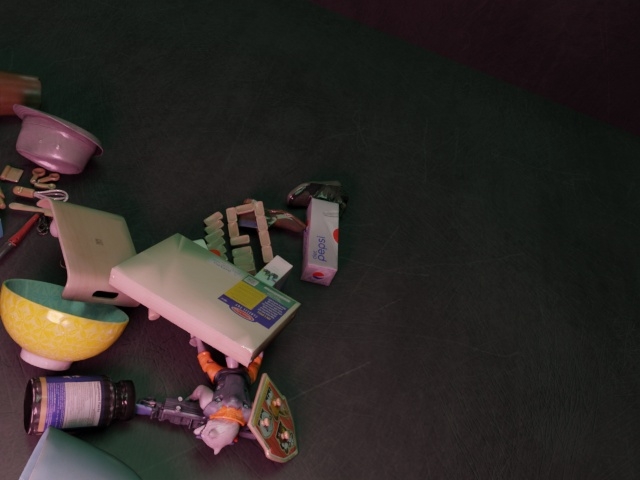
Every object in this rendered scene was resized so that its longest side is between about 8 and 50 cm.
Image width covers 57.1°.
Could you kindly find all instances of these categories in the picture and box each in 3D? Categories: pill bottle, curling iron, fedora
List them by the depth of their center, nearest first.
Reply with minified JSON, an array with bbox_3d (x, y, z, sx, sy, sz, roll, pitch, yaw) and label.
[{"bbox_3d":[-0.535,0.364,1.317,0.219,0.123,0.122,6,47,-34],"label":"pill bottle"},{"bbox_3d":[-0.817,0.011,1.588,0.068,0.035,0.274,28,46,4],"label":"curling iron"},{"bbox_3d":[-0.800,-0.283,1.759,0.275,0.244,0.124,21,75,-15],"label":"fedora"}]

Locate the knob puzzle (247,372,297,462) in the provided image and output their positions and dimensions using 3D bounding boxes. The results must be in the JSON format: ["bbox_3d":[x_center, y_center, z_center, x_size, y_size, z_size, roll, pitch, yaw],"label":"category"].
[{"bbox_3d":[-0.097,0.442,1.415,0.030,0.213,0.213,-22,48,18],"label":"knob puzzle"}]

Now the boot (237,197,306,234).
[{"bbox_3d":[-0.162,-0.047,1.883,0.219,0.082,0.106,21,62,2],"label":"boot"}]

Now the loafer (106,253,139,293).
[{"bbox_3d":[-0.533,0.097,1.615,0.050,0.056,0.148,35,57,9],"label":"loafer"}]

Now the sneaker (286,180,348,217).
[{"bbox_3d":[0.003,-0.136,2.003,0.228,0.087,0.130,-7,47,-33],"label":"sneaker"}]

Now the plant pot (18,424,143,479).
[{"bbox_3d":[-0.465,0.530,1.111,0.235,0.293,0.293,26,44,-19],"label":"plant pot"}]

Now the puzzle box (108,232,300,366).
[{"bbox_3d":[-0.282,0.136,1.485,0.409,0.052,0.272,29,27,12],"label":"puzzle box"}]

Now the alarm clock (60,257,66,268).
[{"bbox_3d":[-0.619,0.039,1.621,0.192,0.064,0.129,-20,60,-38],"label":"alarm clock"}]

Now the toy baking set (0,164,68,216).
[{"bbox_3d":[-0.843,-0.148,1.695,0.197,0.030,0.256,-11,47,-30],"label":"toy baking set"}]

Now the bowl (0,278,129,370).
[{"bbox_3d":[-0.619,0.211,1.385,0.290,0.289,0.156,21,89,-3],"label":"bowl"}]

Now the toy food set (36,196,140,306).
[{"bbox_3d":[-0.591,0.032,1.508,0.220,0.092,0.306,18,37,-52],"label":"toy food set"}]

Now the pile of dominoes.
[{"bbox_3d":[-0.252,0.004,1.800,0.196,0.040,0.251,-12,55,-3],"label":"pile of dominoes"}]

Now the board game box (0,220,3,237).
[{"bbox_3d":[-1.054,-0.049,1.517,0.336,0.079,0.254,31,46,7],"label":"board game box"}]

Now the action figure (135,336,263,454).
[{"bbox_3d":[-0.265,0.349,1.418,0.341,0.178,0.330,10,38,-17],"label":"action figure"}]

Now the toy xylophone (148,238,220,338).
[{"bbox_3d":[-0.374,0.123,1.630,0.236,0.081,0.322,-6,54,-19],"label":"toy xylophone"}]

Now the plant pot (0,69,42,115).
[{"bbox_3d":[-0.982,-0.467,1.867,0.165,0.167,0.167,-5,52,-34],"label":"plant pot"}]

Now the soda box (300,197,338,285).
[{"bbox_3d":[0.000,0.000,1.880,0.098,0.091,0.286,13,47,-11],"label":"soda box"}]

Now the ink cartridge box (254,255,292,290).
[{"bbox_3d":[-0.165,0.137,1.686,0.062,0.104,0.181,36,48,11],"label":"ink cartridge box"}]
